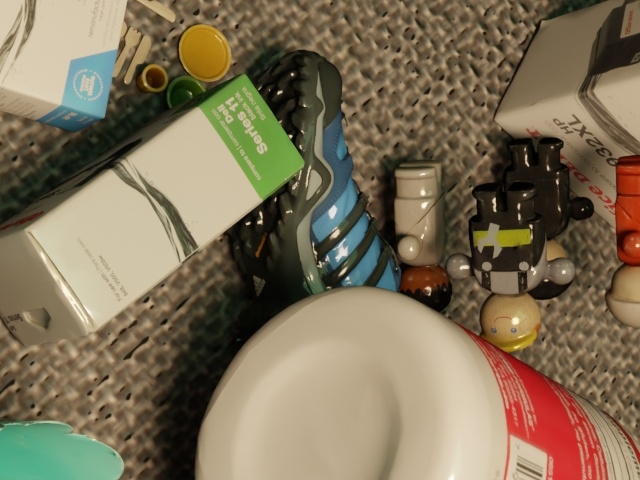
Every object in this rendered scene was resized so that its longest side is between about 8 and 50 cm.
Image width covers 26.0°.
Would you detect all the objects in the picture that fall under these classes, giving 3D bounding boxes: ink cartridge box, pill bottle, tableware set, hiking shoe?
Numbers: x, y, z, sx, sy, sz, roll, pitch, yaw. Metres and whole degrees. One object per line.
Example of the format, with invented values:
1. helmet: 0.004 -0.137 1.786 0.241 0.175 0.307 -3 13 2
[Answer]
1. ink cartridge box: -0.138 -0.020 1.006 0.208 0.153 0.087 -40 104 -30
2. ink cartridge box: 0.341 -0.111 1.224 0.223 0.307 0.129 39 68 -22
3. pill bottle: 0.115 0.201 1.045 0.408 0.229 0.229 31 67 -47
4. ink cartridge box: -0.241 -0.156 1.014 0.180 0.060 0.104 16 76 -29
5. tableware set: -0.108 -0.178 1.121 0.104 0.024 0.154 32 68 -25
6. hiking shoe: 0.000 0.000 1.126 0.132 0.113 0.304 -1 94 -38

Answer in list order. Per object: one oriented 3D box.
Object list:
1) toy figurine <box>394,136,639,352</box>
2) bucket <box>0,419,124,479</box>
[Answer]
1. toy figurine: 0.173 0.006 1.166 0.209 0.213 0.148 -13 107 -29
2. bucket: -0.243 0.235 0.838 0.281 0.183 0.281 -3 94 -60
